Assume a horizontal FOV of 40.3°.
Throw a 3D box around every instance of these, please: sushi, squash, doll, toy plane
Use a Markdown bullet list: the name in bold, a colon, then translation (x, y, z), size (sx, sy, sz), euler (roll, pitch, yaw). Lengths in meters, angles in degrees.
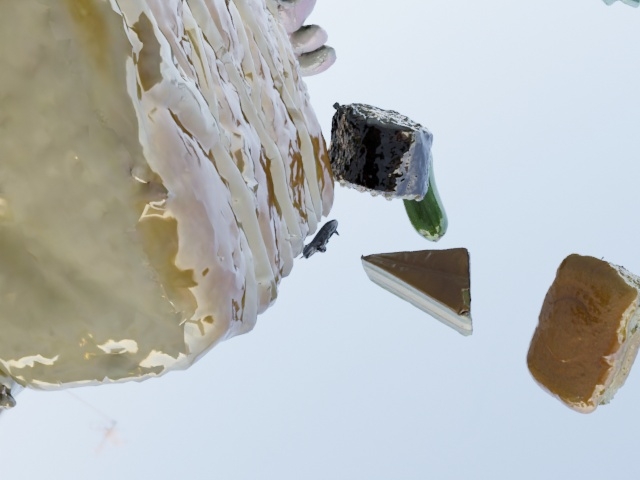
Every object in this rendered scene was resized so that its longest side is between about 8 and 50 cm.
- **sushi**: translation (0.054, -0.082, 0.814), size (0.150, 0.090, 0.078), euler (-131, -128, -70)
- **squash**: translation (0.186, -0.100, 1.630), size (0.077, 0.068, 0.219), euler (-18, -106, 31)
- **doll**: translation (-0.052, -0.268, 0.987), size (0.095, 0.192, 0.149), euler (-25, -123, -6)
- **toy plane**: translation (0.000, 0.000, 1.355), size (0.083, 0.031, 0.078), euler (-43, -165, -16)

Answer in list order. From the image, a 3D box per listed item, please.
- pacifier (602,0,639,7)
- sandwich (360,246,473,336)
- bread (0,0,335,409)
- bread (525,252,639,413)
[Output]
- **pacifier**: translation (0.317, -0.307, 0.899), size (0.116, 0.126, 0.150), euler (-45, -119, 18)
- **sandwich**: translation (0.141, 0.079, 1.283), size (0.163, 0.079, 0.113), euler (-3, -119, 10)
- **bread**: translation (-0.181, -0.114, 0.539), size (0.279, 0.390, 0.371), euler (-16, -168, 11)
- **bread**: translation (0.431, 0.147, 1.400), size (0.174, 0.121, 0.246), euler (49, -55, 57)
